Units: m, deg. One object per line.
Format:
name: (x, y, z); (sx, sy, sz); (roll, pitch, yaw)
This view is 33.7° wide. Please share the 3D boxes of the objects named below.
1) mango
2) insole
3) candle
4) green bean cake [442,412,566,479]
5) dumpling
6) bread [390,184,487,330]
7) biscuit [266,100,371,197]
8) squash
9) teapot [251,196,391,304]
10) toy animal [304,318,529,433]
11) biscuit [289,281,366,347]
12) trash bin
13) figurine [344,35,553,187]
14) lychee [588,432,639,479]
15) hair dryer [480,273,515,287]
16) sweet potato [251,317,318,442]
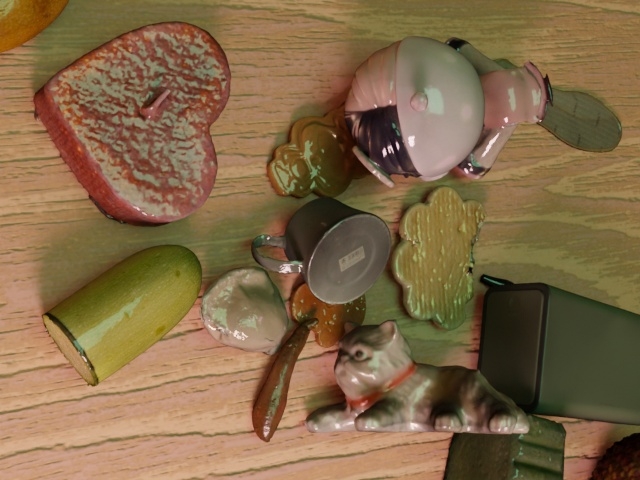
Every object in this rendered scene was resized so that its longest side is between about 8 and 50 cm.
mango: (-0.457, -0.369, 1.507); (0.295, 0.120, 0.177); (-42, 106, -26)
insole: (0.459, -0.258, 2.056); (0.348, 0.009, 0.119); (22, 75, -25)
candle: (-0.277, -0.193, 1.583); (0.287, 0.131, 0.317); (17, 75, -23)
green bean cake: (0.300, 0.393, 1.770); (0.125, 0.227, 0.222); (17, 72, -24)
dumpling: (-0.113, 0.108, 1.648); (0.199, 0.118, 0.136); (43, 56, -49)
bread: (0.203, 0.024, 1.867); (0.182, 0.039, 0.251); (20, 75, -25)
biscuit: (0.013, -0.148, 1.790); (0.236, 0.040, 0.144); (-29, 93, -30)
squash: (-0.272, 0.091, 1.548); (0.247, 0.132, 0.132); (-38, 102, -26)
teapot: (0.000, 0.000, 1.706); (0.239, 0.149, 0.162); (-17, 127, -29)
toy animal: (0.167, 0.223, 1.682); (0.266, 0.308, 0.188); (15, 72, -34)
biscuit: (0.011, 0.120, 1.760); (0.140, 0.023, 0.118); (10, 83, -27)
trash bin: (0.458, 0.215, 1.912); (0.343, 0.158, 0.223); (14, 78, -36)
figurine: (0.202, -0.238, 1.786); (0.361, 0.211, 0.253); (-10, 76, -42)
lychee: (0.598, 0.481, 1.924); (0.236, 0.236, 0.271); (38, 90, -20)
hair dryer: (0.320, 0.108, 1.931); (0.079, 0.031, 0.083); (21, 82, -14)
sweet potato: (-0.060, 0.216, 1.688); (0.050, 0.050, 0.214); (27, 76, -23)
